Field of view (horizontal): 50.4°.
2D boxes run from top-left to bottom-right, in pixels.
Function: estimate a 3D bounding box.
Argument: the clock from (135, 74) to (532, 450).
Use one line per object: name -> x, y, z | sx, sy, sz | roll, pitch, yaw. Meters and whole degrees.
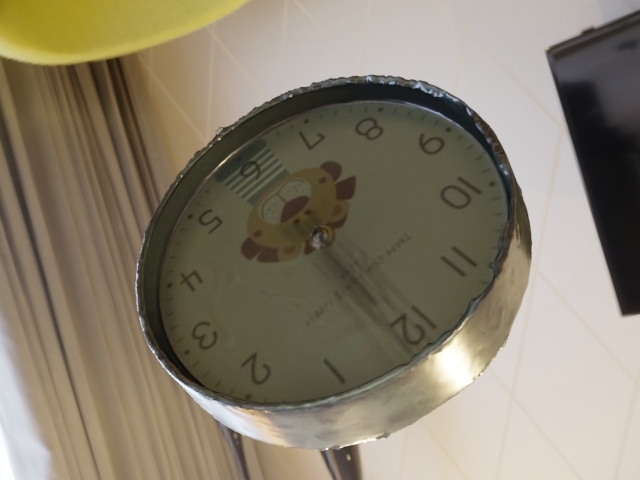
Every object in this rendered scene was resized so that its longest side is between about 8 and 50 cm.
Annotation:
clock -> 0.000, 0.000, 0.525 | 0.313, 0.312, 0.061 | -17, 142, 14
